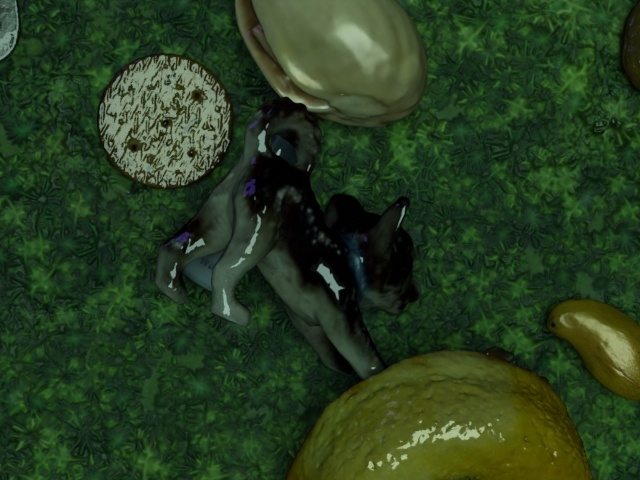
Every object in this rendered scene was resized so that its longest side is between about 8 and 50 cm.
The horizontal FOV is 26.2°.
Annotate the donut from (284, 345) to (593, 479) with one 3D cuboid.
[{"bbox_3d":[0.151,0.344,1.782,0.435,0.163,0.378,-18,117,-1],"label":"donut"}]

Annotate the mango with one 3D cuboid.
[{"bbox_3d":[0.402,0.147,1.906,0.190,0.075,0.098,42,82,4],"label":"mango"}]

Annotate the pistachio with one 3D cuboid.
[{"bbox_3d":[0.010,-0.285,1.823,0.214,0.193,0.318,-33,83,-28],"label":"pistachio"}]

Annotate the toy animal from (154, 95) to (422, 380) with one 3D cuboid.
[{"bbox_3d":[0.000,0.000,1.805,0.344,0.194,0.303,25,85,-26],"label":"toy animal"}]

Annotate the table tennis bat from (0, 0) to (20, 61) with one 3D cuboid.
[{"bbox_3d":[-0.470,-0.268,1.872,0.131,0.022,0.234,-8,88,-5],"label":"table tennis bat"}]

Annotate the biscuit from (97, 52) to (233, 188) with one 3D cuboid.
[{"bbox_3d":[-0.212,-0.162,1.885,0.188,0.027,0.188,0,91,-5],"label":"biscuit"}]

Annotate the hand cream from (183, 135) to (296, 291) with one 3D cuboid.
[{"bbox_3d":[-0.101,-0.048,1.884,0.079,0.048,0.255,31,90,2],"label":"hand cream"}]

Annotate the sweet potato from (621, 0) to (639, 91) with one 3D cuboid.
[{"bbox_3d":[0.451,-0.298,1.921,0.054,0.053,0.182,9,86,35],"label":"sweet potato"}]
